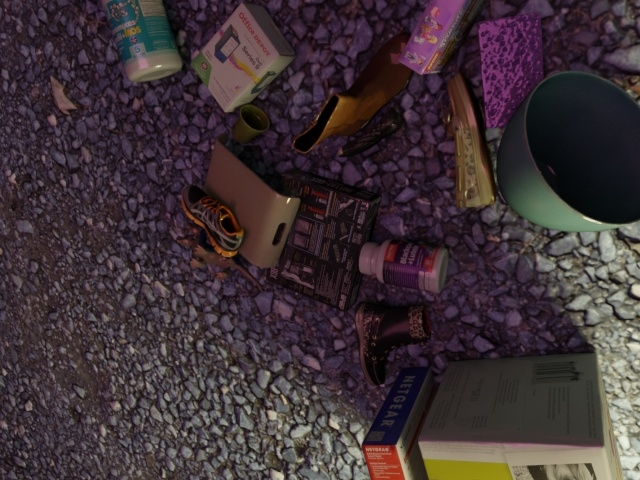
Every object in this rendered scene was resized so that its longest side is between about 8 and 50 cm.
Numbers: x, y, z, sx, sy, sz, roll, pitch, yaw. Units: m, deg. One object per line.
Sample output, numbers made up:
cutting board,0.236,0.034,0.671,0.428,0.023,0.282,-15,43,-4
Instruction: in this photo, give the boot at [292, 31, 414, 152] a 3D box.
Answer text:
boot,0.073,-0.309,1.089,0.096,0.280,0.264,50,121,3

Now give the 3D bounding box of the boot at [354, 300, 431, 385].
boot,0.189,0.265,1.346,0.179,0.085,0.236,-4,106,25

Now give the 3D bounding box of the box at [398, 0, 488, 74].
box,0.267,-0.456,0.990,0.057,0.201,0.293,36,119,11

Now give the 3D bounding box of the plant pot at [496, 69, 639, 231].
plant pot,0.448,-0.136,0.995,0.290,0.290,0.195,50,157,3

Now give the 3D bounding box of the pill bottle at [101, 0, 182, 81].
pill bottle,-0.459,-0.550,1.352,0.146,0.146,0.264,-11,102,29

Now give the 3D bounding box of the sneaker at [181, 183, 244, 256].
sneaker,-0.264,-0.064,1.337,0.215,0.084,0.083,49,131,7

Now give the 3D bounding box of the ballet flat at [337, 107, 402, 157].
ballet flat,0.111,-0.243,1.230,0.173,0.057,0.049,-29,82,25

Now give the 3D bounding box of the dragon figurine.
dragon figurine,-0.275,0.038,1.497,0.289,0.144,0.085,21,115,-2

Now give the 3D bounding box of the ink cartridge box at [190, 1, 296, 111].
ink cartridge box,-0.187,-0.437,1.287,0.212,0.093,0.154,-35,89,29

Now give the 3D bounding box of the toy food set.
toy food set,-0.189,-0.105,1.371,0.306,0.092,0.219,41,127,25

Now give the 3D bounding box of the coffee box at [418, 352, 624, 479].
coffee box,0.444,0.473,1.139,0.338,0.337,0.334,-11,102,29

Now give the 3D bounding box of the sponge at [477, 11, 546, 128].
sponge,0.381,-0.335,1.062,0.117,0.031,0.210,-5,104,16

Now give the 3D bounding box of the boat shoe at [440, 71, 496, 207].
boat shoe,0.299,-0.203,1.116,0.089,0.104,0.285,-10,103,26

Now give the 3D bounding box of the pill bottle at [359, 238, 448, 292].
pill bottle,0.194,0.055,1.255,0.194,0.108,0.108,9,111,23

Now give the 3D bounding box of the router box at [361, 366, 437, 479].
router box,0.224,0.514,1.267,0.082,0.335,0.301,-11,101,27

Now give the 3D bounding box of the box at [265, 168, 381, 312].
box,0.000,0.000,1.352,0.242,0.076,0.307,19,114,20

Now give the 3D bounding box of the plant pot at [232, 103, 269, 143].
plant pot,-0.185,-0.287,1.351,0.083,0.083,0.079,52,133,2
